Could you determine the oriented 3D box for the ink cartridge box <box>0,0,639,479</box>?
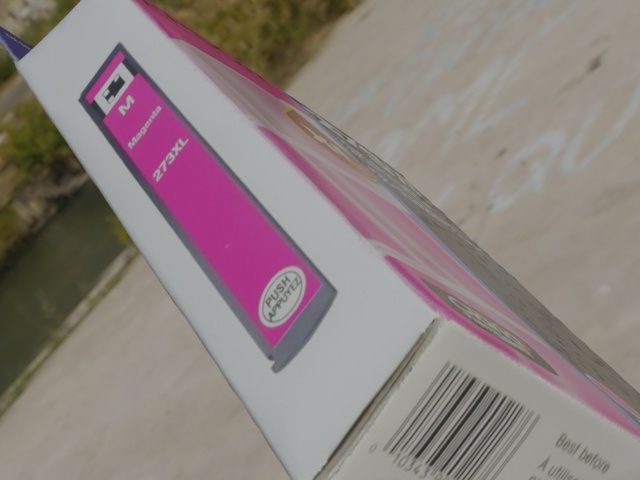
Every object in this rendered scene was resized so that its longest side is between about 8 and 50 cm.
[{"bbox_3d":[0.000,0.000,0.535,0.069,0.175,0.371,-54,35,6],"label":"ink cartridge box"}]
